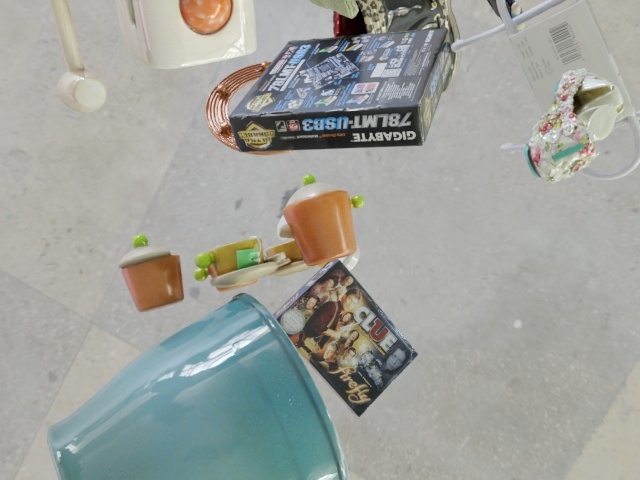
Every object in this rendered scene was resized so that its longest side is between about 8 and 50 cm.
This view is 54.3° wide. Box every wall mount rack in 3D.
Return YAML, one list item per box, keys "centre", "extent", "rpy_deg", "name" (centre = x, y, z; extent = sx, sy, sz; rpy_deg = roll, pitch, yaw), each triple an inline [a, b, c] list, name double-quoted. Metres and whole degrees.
- centre: [0.353, -0.255, 0.965]
  extent: [0.304, 0.130, 0.350]
  rpy_deg: [-17, 107, 44]
  name: "wall mount rack"

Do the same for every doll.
- centre: [0.298, -0.422, 1.065]
  extent: [0.046, 0.129, 0.189]
  rpy_deg: [-40, 128, 17]
  name: "doll"

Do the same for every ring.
- centre: [-0.126, -0.347, 1.573]
  extent: [0.336, 0.032, 0.337]
  rpy_deg: [-1, 54, 1]
  name: "ring"

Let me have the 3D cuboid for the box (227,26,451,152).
- centre: [0.043, -0.246, 0.996]
  extent: [0.293, 0.296, 0.073]
  rpy_deg: [0, 128, 20]
  name: "box"

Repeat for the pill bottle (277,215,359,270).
- centre: [0.000, 0.000, 1.593]
  extent: [0.208, 0.117, 0.118]
  rpy_deg: [34, 98, -31]
  name: "pill bottle"

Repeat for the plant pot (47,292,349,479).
- centre: [-0.146, 0.235, 0.698]
  extent: [0.255, 0.271, 0.272]
  rpy_deg: [-24, 93, -23]
  name: "plant pot"

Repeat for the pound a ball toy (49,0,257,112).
- centre: [-0.170, -0.286, 0.600]
  extent: [0.208, 0.135, 0.319]
  rpy_deg: [-20, 125, -28]
  name: "pound a ball toy"

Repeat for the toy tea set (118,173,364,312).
- centre: [-0.100, -0.005, 0.836]
  extent: [0.200, 0.336, 0.124]
  rpy_deg: [-20, 84, 46]
  name: "toy tea set"

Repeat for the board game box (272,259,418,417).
- centre: [0.046, 0.176, 1.139]
  extent: [0.165, 0.042, 0.243]
  rpy_deg: [-44, 103, -14]
  name: "board game box"

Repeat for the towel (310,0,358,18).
- centre: [0.007, -0.456, 1.116]
  extent: [0.110, 0.148, 0.027]
  rpy_deg: [27, 86, 21]
  name: "towel"

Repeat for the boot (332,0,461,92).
- centre: [0.176, -0.454, 1.393]
  extent: [0.284, 0.378, 0.138]
  rpy_deg: [-37, 50, -24]
  name: "boot"

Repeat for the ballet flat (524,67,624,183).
- centre: [0.305, -0.141, 0.717]
  extent: [0.077, 0.241, 0.091]
  rpy_deg: [-20, 112, 43]
  name: "ballet flat"
